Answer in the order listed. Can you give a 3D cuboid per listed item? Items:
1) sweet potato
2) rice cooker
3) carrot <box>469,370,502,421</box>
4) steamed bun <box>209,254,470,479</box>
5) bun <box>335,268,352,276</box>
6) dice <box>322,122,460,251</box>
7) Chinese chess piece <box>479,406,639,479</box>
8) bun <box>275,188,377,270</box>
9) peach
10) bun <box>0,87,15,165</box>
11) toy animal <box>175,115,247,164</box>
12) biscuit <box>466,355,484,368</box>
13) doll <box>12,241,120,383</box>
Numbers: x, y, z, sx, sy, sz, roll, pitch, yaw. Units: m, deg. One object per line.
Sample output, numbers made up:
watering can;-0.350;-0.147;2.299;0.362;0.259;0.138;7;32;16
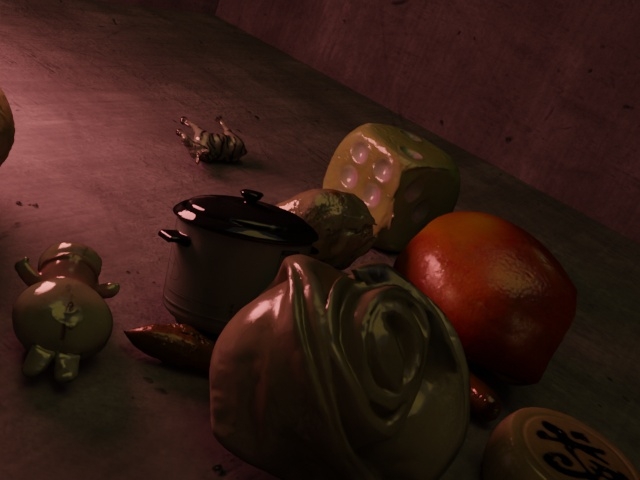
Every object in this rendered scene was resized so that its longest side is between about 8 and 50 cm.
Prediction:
sweet potato;-0.198;0.166;1.200;0.205;0.060;0.068;27;59;-17
rice cooker;-0.134;0.029;1.294;0.280;0.227;0.241;5;13;-34
carrot;0.250;0.247;1.453;0.059;0.059;0.248;9;23;-32
steamed bun;0.045;0.168;1.079;0.367;0.255;0.343;17;48;-19
bun;0.031;0.121;1.442;0.221;0.108;0.221;24;8;-4
dice;0.179;-0.132;1.971;0.249;0.252;0.254;-2;33;-45
Chinese chess piece;0.378;0.374;1.228;0.257;0.104;0.257;19;23;-8
bun;0.000;0.000;1.575;0.239;0.239;0.141;5;59;-37
peach;0.327;0.095;1.536;0.380;0.242;0.306;41;26;28
bun;-0.696;-0.188;1.286;0.349;0.227;0.352;33;22;24
toy animal;-0.298;-0.253;2.009;0.170;0.090;0.255;35;27;16
biscuit;0.315;0.204;1.633;0.273;0.036;0.187;6;28;-36
doll;-0.370;0.087;1.133;0.154;0.113;0.275;18;22;-20
